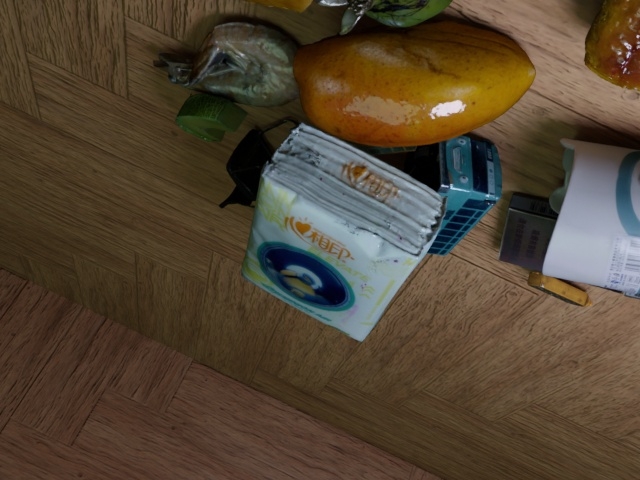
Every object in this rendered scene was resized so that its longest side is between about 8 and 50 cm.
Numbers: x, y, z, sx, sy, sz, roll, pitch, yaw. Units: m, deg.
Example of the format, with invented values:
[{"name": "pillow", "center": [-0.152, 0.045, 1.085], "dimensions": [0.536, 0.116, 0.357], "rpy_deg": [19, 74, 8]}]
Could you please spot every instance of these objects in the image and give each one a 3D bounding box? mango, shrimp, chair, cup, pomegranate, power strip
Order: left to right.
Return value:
[{"name": "shrimp", "center": [-0.170, -0.322, 1.220], "dimensions": [0.317, 0.077, 0.168], "rpy_deg": [11, 137, 16]}, {"name": "chair", "center": [-0.133, -0.146, 1.395], "dimensions": [0.221, 0.140, 0.145], "rpy_deg": [3, 143, 38]}, {"name": "pomegranate", "center": [0.090, -0.337, 0.880], "dimensions": [0.152, 0.191, 0.131], "rpy_deg": [-17, 102, 50]}, {"name": "mango", "center": [0.141, -0.235, 1.024], "dimensions": [0.350, 0.199, 0.201], "rpy_deg": [3, 174, 12]}, {"name": "power strip", "center": [0.492, 0.103, 1.383], "dimensions": [0.178, 0.028, 0.049], "rpy_deg": [22, 172, -27]}, {"name": "cup", "center": [0.483, -0.013, 1.067], "dimensions": [0.258, 0.219, 0.289], "rpy_deg": [13, 153, 19]}]

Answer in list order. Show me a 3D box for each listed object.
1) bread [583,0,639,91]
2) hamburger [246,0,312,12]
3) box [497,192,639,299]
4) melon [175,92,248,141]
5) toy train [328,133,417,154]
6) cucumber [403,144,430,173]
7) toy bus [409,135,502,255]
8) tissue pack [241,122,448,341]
[{"name": "bread", "center": [0.432, -0.317, 0.741], "dimensions": [0.185, 0.109, 0.380], "rpy_deg": [19, 147, 11]}, {"name": "hamburger", "center": [-0.102, -0.441, 0.892], "dimensions": [0.304, 0.174, 0.284], "rpy_deg": [22, 162, 20]}, {"name": "box", "center": [0.504, 0.017, 1.260], "dimensions": [0.325, 0.047, 0.180], "rpy_deg": [16, 149, 17]}, {"name": "melon", "center": [-0.212, -0.237, 1.303], "dimensions": [0.118, 0.064, 0.209], "rpy_deg": [24, 173, -31]}, {"name": "toy train", "center": [0.096, -0.204, 1.198], "dimensions": [0.188, 0.072, 0.099], "rpy_deg": [-1, 146, 37]}, {"name": "cucumber", "center": [0.178, -0.163, 1.235], "dimensions": [0.034, 0.033, 0.135], "rpy_deg": [33, 149, -7]}, {"name": "toy bus", "center": [0.221, -0.078, 1.224], "dimensions": [0.147, 0.128, 0.256], "rpy_deg": [8, 153, -11]}, {"name": "tissue pack", "center": [0.024, 0.005, 1.206], "dimensions": [0.287, 0.162, 0.388], "rpy_deg": [28, 151, 4]}]
